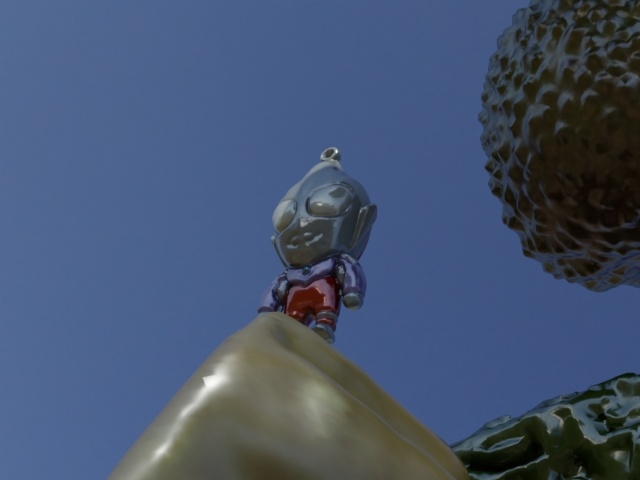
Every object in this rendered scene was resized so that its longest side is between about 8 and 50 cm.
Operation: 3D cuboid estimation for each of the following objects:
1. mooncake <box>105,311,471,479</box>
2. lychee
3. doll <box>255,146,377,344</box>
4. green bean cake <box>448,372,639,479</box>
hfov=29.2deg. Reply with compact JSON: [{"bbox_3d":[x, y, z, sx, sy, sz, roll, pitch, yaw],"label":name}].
[{"bbox_3d":[-0.059,0.239,0.713,0.201,0.378,0.378,35,-47,4],"label":"mooncake"},{"bbox_3d":[0.266,-0.080,0.992,0.320,0.270,0.270,37,-48,16],"label":"lychee"},{"bbox_3d":[0.000,0.000,1.039,0.102,0.227,0.075,-13,-46,23],"label":"doll"},{"bbox_3d":[0.202,0.232,0.833,0.250,0.247,0.156,-19,-38,11],"label":"green bean cake"}]
